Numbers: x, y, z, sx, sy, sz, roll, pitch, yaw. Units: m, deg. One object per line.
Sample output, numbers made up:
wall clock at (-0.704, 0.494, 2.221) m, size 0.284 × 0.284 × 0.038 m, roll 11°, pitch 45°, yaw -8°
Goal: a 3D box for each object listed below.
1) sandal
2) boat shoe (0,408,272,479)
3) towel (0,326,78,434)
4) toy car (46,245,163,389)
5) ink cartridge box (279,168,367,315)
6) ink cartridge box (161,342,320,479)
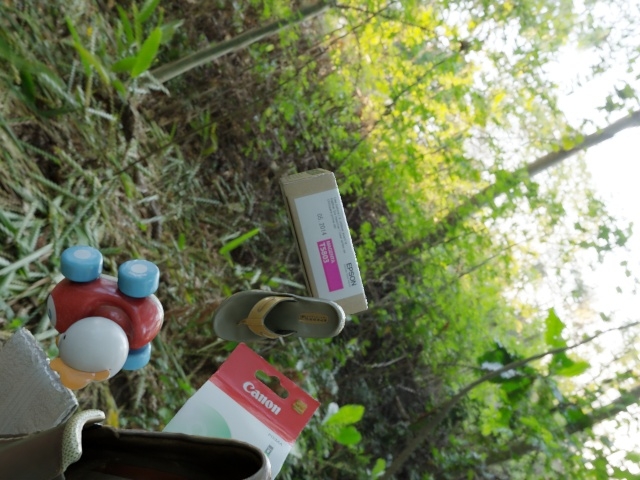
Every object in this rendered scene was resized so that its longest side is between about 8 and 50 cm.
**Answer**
sandal at (-0.058, 0.105, 0.826) m, size 0.049 × 0.180 × 0.072 m, roll -44°, pitch 136°, yaw -85°
boat shoe at (-0.154, 0.141, 0.378) m, size 0.095 × 0.258 × 0.095 m, roll -107°, pitch -152°, yaw -66°
towel at (-0.580, 0.315, 1.164) m, size 0.187 × 0.282 × 0.049 m, roll 49°, pitch 23°, yaw 12°
toy car at (-0.411, 0.168, 1.098) m, size 0.238 × 0.211 × 0.219 m, roll -77°, pitch -177°, yaw -61°
ink cartridge box at (0.000, 0.000, 1.055) m, size 0.193 × 0.088 × 0.234 m, roll -126°, pitch -158°, yaw -79°
ink cartridge box at (-0.125, 0.293, 0.992) m, size 0.181 × 0.224 × 0.056 m, roll 38°, pitch -28°, yaw 4°
